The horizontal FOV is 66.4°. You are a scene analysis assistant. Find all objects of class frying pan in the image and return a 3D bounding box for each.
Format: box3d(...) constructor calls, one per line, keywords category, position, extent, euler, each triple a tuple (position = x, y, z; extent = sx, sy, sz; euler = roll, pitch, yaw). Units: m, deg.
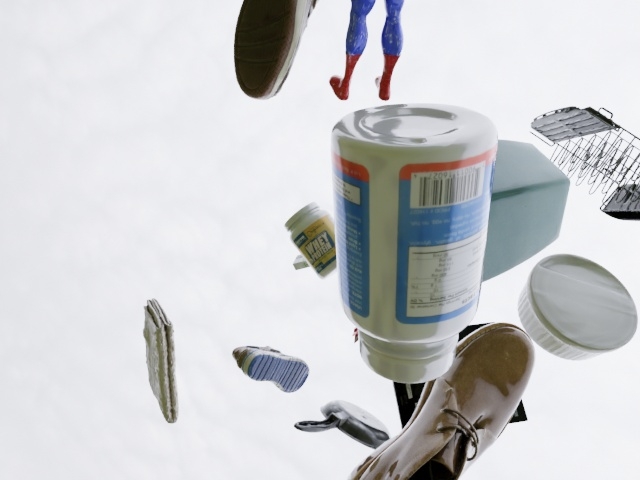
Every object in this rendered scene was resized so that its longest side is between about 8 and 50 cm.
box3d(category="frying pan", position=(0.042, 0.417, 1.157), extent=(0.053, 0.326, 0.197), euler=(-62, -152, -3))

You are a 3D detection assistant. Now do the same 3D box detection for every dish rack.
box3d(category="dish rack", position=(0.489, -0.130, 0.841), extent=(0.272, 0.208, 0.074), euler=(31, -90, -6))

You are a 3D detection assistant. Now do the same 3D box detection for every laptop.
box3d(category="laptop", position=(0.316, 0.342, 1.188), extent=(0.264, 0.137, 0.234), euler=(-33, -124, 42))

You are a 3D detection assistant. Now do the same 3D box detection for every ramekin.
box3d(category="ramekin", position=(0.630, 0.175, 1.233), extent=(0.273, 0.273, 0.127), euler=(43, -31, 21))

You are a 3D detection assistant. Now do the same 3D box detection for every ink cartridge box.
box3d(category="ink cartridge box", position=(-0.032, 0.063, 1.660), extent=(0.115, 0.063, 0.029), euler=(-16, -67, 22))

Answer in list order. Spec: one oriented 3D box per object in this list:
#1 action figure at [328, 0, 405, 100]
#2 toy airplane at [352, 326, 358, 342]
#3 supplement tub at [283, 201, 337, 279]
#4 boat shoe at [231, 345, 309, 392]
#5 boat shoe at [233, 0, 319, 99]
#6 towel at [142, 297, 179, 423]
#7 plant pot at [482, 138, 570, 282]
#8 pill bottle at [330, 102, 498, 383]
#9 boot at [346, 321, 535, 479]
box3d(category="action figure", position=(0.058, -0.304, 0.517), extent=(0.280, 0.092, 0.139), euler=(102, -20, -53))
box3d(category="toy airplane", position=(0.129, 0.193, 1.188), extent=(0.028, 0.151, 0.151), euler=(47, -60, -1))
box3d(category="supplement tub", position=(0.000, 0.000, 1.438), extent=(0.144, 0.144, 0.199), euler=(-43, -98, 30))
box3d(category="boat shoe", position=(-0.085, 0.219, 0.869), extent=(0.066, 0.183, 0.066), euler=(25, -101, 38))
box3d(category="boat shoe", position=(-0.035, -0.304, 0.618), extent=(0.095, 0.095, 0.257), euler=(29, -65, 28))
box3d(category="towel", position=(-0.408, 0.302, 1.243), extent=(0.187, 0.049, 0.282), euler=(27, -60, 57))
box3d(category="plant pot", position=(0.206, -0.043, 0.686), extent=(0.235, 0.165, 0.165), euler=(-13, -50, -1))
box3d(category="pill bottle", position=(0.074, 0.008, 0.412), extent=(0.124, 0.124, 0.221), euler=(17, -55, 31))
box3d(category="boot", position=(0.154, 0.215, 0.548), extent=(0.112, 0.115, 0.305), euler=(44, -103, 5))
